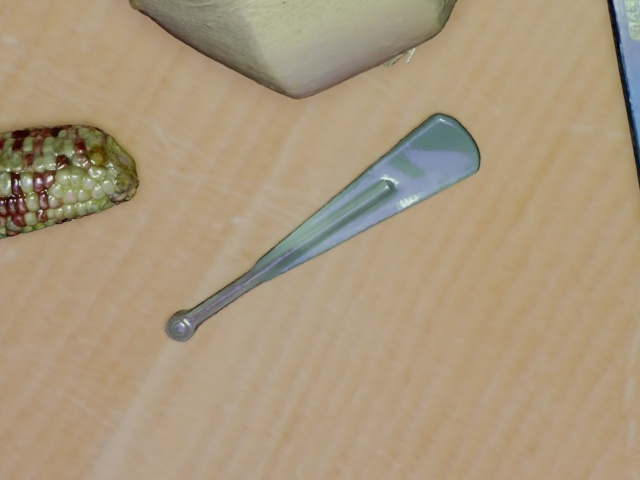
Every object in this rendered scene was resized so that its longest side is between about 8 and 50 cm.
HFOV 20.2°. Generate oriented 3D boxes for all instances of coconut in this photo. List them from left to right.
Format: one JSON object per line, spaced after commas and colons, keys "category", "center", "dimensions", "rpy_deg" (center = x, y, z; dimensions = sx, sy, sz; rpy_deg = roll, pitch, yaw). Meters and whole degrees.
{"category": "coconut", "center": [-0.021, -0.209, 1.243], "dimensions": [0.234, 0.224, 0.224], "rpy_deg": [-31, 99, 10]}

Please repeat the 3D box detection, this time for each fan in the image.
{"category": "fan", "center": [0.000, 0.000, 1.382], "dimensions": [0.282, 0.023, 0.057], "rpy_deg": [-36, 107, 12]}

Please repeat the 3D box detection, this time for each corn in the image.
{"category": "corn", "center": [-0.264, -0.038, 1.362], "dimensions": [0.253, 0.086, 0.086], "rpy_deg": [-11, 102, 6]}

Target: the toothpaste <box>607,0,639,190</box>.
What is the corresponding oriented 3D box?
{"category": "toothpaste", "center": [0.273, -0.047, 1.326], "dimensions": [0.076, 0.066, 0.320], "rpy_deg": [-11, 102, 7]}
